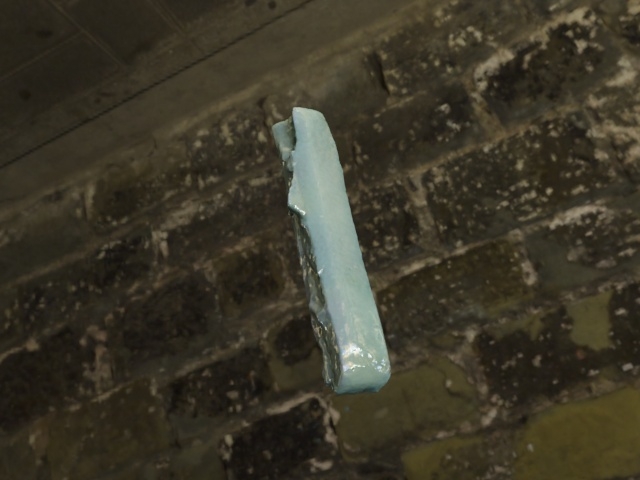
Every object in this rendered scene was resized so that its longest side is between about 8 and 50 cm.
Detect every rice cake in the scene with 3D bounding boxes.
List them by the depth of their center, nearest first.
[{"bbox_3d":[0.000,0.000,0.387,0.042,0.180,0.030,2,150,-27],"label":"rice cake"}]
